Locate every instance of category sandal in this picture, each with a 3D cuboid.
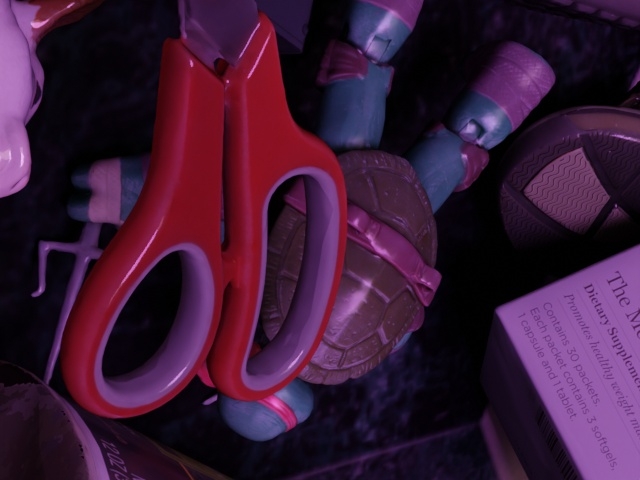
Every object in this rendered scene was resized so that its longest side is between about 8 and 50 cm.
[{"bbox_3d":[0.196,-0.042,0.764,0.303,0.120,0.086,-2,64,-42],"label":"sandal"}]

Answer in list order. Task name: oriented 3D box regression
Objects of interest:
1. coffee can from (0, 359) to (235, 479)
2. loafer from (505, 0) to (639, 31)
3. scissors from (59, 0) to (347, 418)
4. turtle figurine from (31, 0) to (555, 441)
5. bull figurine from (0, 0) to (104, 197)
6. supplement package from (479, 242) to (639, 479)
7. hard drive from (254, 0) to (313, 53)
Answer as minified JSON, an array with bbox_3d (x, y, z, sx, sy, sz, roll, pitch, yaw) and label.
[{"bbox_3d":[-0.061,0.188,0.561,0.275,0.201,0.201,35,83,-42],"label":"coffee can"},{"bbox_3d":[0.206,-0.149,0.694,0.366,0.134,0.130,6,102,-40],"label":"loafer"},{"bbox_3d":[-0.024,-0.069,0.437,0.109,0.021,0.297,-14,126,-36],"label":"scissors"},{"bbox_3d":[0.000,0.000,0.604,0.175,0.118,0.234,44,72,-41],"label":"turtle figurine"},{"bbox_3d":[-0.095,-0.166,0.434,0.101,0.188,0.310,13,91,-8],"label":"bull figurine"},{"bbox_3d":[0.216,0.058,0.701,0.244,0.139,0.134,-24,161,-6],"label":"supplement package"},{"bbox_3d":[-0.023,-0.149,0.544,0.094,0.022,0.135,29,69,-56],"label":"hard drive"}]
